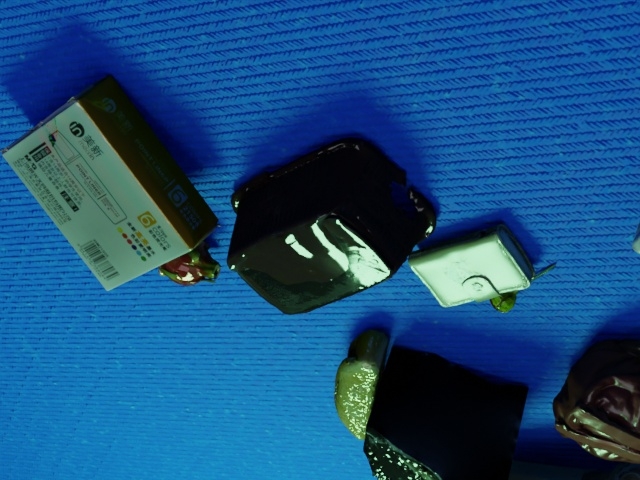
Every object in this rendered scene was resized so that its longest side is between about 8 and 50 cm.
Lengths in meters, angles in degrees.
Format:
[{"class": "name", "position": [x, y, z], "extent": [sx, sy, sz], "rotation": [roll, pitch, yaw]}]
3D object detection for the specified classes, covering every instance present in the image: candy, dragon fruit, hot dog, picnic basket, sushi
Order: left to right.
[{"class": "dragon fruit", "position": [-0.202, 0.032, 1.758], "extent": [0.116, 0.081, 0.086], "rotation": [24, 164, 18]}, {"class": "picnic basket", "position": [0.000, 0.000, 1.589], "extent": [0.222, 0.129, 0.297], "rotation": [42, 138, -24]}, {"class": "hot dog", "position": [0.065, 0.235, 1.858], "extent": [0.073, 0.084, 0.242], "rotation": [18, 141, 12]}, {"class": "sushi", "position": [0.187, 0.336, 1.805], "extent": [0.227, 0.215, 0.212], "rotation": [15, 140, 9]}, {"class": "candy", "position": [0.290, 0.065, 1.602], "extent": [0.035, 0.035, 0.123], "rotation": [12, 142, -40]}]

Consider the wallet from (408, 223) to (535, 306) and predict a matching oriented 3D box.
[{"class": "wallet", "position": [0.216, 0.037, 1.595], "extent": [0.155, 0.039, 0.110], "rotation": [-18, 121, 38]}]

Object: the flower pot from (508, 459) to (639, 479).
[{"class": "flower pot", "position": [0.385, 0.474, 1.846], "extent": [0.259, 0.290, 0.290], "rotation": [9, 140, 35]}]

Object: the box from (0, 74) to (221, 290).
[{"class": "box", "position": [-0.307, -0.078, 1.639], "extent": [0.221, 0.091, 0.274], "rotation": [-22, 109, 40]}]

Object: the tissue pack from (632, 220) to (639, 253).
[{"class": "tissue pack", "position": [0.529, -0.055, 1.314], "extent": [0.170, 0.071, 0.325], "rotation": [30, 141, -5]}]

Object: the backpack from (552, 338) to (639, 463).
[{"class": "backpack", "position": [0.455, 0.253, 1.640], "extent": [0.229, 0.139, 0.229], "rotation": [15, 140, 13]}]
